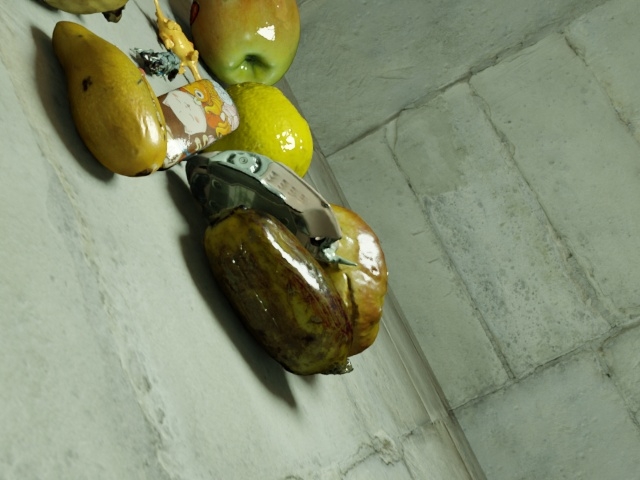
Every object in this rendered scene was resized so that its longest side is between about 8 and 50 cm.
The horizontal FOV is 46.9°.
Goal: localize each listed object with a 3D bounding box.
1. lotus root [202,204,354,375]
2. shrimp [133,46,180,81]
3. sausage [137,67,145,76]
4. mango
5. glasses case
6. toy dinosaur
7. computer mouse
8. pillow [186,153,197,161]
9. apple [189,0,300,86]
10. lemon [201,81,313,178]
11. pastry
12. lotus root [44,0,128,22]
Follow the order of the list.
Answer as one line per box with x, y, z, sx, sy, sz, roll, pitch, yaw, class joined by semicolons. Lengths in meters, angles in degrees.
-0.070;0.102;1.363;0.397;0.179;0.196;56;-4;-13;lotus root
-0.356;-0.403;1.644;0.082;0.076;0.174;39;10;2;shrimp
-0.365;-0.292;1.396;0.034;0.034;0.253;57;10;-22;sausage
-0.327;-0.229;1.169;0.294;0.120;0.177;65;9;22;mango
-0.258;-0.226;1.407;0.122;0.082;0.321;58;32;-10;glasses case
-0.375;-0.521;1.882;0.288;0.071;0.117;61;-1;-22;toy dinosaur
-0.085;-0.070;1.430;0.389;0.115;0.199;28;-37;6;computer mouse
-0.296;-0.214;1.481;0.135;0.055;0.091;64;-8;6;pillow
-0.226;-0.614;2.194;0.338;0.339;0.304;35;47;-68;apple
-0.152;-0.230;1.691;0.319;0.245;0.245;55;8;18;lemon
0.016;0.088;1.605;0.356;0.164;0.355;15;-73;62;pastry
-0.406;-0.467;1.264;0.182;0.183;0.310;64;7;13;lotus root
